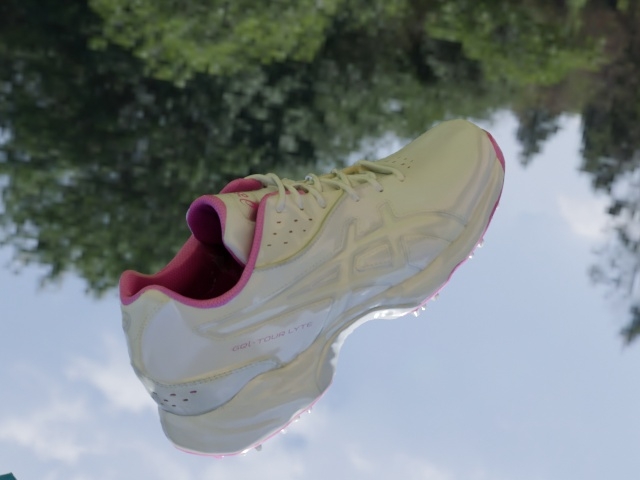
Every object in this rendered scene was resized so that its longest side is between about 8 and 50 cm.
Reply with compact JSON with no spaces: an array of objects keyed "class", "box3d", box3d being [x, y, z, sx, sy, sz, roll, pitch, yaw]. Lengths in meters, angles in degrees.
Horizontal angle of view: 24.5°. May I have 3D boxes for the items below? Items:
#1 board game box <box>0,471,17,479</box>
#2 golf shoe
[{"class":"board game box","box3d":[-0.256,0.288,0.979,0.224,0.098,0.303,-10,-155,-30]},{"class":"golf shoe","box3d":[0.000,0.000,0.945,0.306,0.140,0.115,-43,-151,-25]}]
